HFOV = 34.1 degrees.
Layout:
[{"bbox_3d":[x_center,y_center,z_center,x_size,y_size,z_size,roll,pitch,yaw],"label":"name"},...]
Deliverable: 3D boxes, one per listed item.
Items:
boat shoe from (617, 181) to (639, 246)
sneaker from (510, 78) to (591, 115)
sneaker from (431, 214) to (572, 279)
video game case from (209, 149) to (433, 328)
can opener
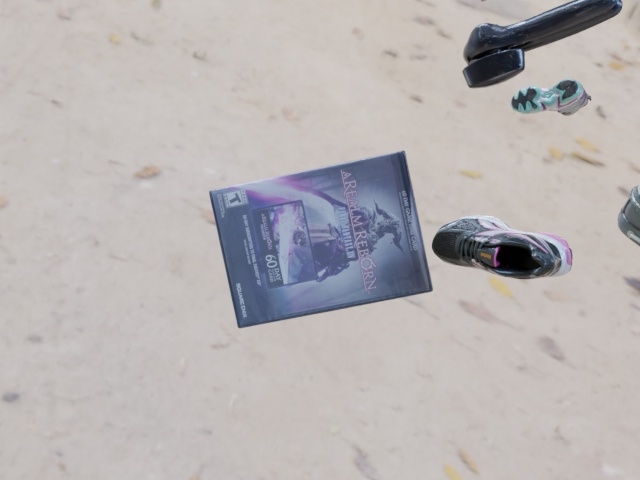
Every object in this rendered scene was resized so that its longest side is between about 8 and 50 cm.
[{"bbox_3d":[0.555,0.034,1.448,0.319,0.099,0.116,39,42,7],"label":"boat shoe"},{"bbox_3d":[0.303,-0.177,1.357,0.098,0.038,0.069,-5,-16,36],"label":"sneaker"},{"bbox_3d":[0.213,0.010,1.285,0.178,0.071,0.077,5,10,34],"label":"sneaker"},{"bbox_3d":[0.000,0.000,1.425,0.274,0.196,0.026,-11,3,9],"label":"video game case"},{"bbox_3d":[0.242,-0.228,1.154,0.059,0.186,0.073,-11,81,-67],"label":"can opener"}]
